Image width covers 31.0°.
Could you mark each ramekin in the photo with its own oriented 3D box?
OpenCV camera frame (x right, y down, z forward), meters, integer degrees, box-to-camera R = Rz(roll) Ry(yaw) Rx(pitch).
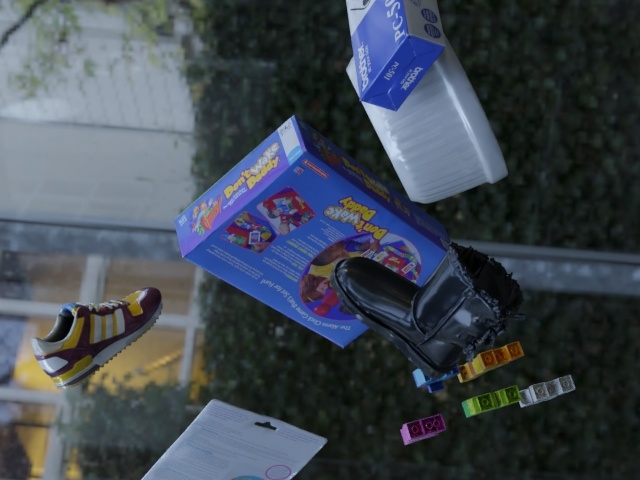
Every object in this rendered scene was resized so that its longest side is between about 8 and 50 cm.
[{"bbox_3d":[0.112,-0.139,1.265,0.207,0.109,0.207,62,-175,-10],"label":"ramekin"}]

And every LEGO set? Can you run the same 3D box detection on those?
[{"bbox_3d":[0.181,0.180,1.406,0.093,0.227,0.087,131,124,-65],"label":"LEGO set"}]

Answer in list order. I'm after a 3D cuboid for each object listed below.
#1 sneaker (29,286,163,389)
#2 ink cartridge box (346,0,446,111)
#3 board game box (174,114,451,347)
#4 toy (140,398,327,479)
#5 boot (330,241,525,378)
[{"bbox_3d":[-0.272,0.098,1.422,0.185,0.069,0.084,-45,-65,-38],"label":"sneaker"},{"bbox_3d":[0.071,-0.240,1.168,0.097,0.046,0.207,-51,34,44],"label":"ink cartridge box"},{"bbox_3d":[0.000,0.000,1.635,0.347,0.233,0.078,33,-154,-40],"label":"board game box"},{"bbox_3d":[-0.114,0.242,1.239,0.237,0.137,0.056,-51,29,31],"label":"toy"},{"bbox_3d":[0.074,0.035,0.801,0.045,0.121,0.099,-44,-5,-43],"label":"boot"}]
